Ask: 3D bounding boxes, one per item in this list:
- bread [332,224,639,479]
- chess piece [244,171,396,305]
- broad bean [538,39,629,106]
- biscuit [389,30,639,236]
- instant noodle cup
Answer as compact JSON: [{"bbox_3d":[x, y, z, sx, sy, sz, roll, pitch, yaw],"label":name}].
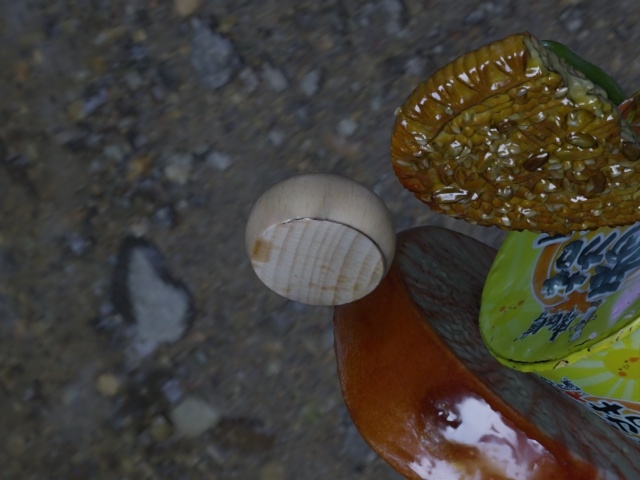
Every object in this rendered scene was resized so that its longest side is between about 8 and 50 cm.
[{"bbox_3d":[0.142,0.124,1.564,0.295,0.327,0.114,38,110,-8],"label":"bread"},{"bbox_3d":[0.000,0.000,1.064,0.084,0.038,0.083,5,142,4],"label":"chess piece"},{"bbox_3d":[0.246,-0.115,1.741,0.069,0.039,0.227,-41,123,4],"label":"broad bean"},{"bbox_3d":[0.104,-0.040,0.993,0.126,0.206,0.025,-18,61,26],"label":"biscuit"},{"bbox_3d":[0.260,0.037,1.228,0.200,0.264,0.264,42,122,-18],"label":"instant noodle cup"}]
